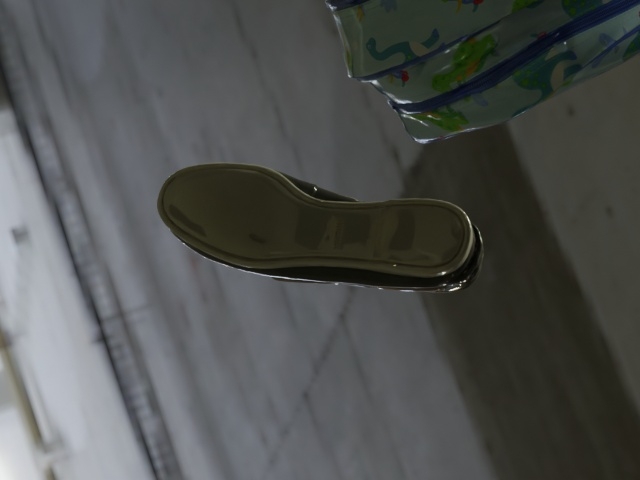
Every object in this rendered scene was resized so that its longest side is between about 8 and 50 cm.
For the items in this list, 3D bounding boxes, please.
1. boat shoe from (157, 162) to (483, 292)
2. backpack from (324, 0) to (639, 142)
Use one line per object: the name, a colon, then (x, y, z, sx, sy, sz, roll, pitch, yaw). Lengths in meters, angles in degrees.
boat shoe: (0.000, 0.000, 1.929, 0.095, 0.335, 0.112, 58, 44, -62)
backpack: (0.159, -0.221, 1.429, 0.290, 0.355, 0.273, -5, -86, 48)
